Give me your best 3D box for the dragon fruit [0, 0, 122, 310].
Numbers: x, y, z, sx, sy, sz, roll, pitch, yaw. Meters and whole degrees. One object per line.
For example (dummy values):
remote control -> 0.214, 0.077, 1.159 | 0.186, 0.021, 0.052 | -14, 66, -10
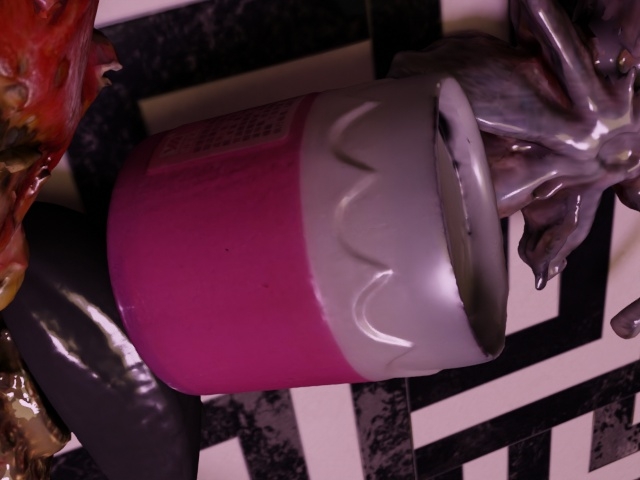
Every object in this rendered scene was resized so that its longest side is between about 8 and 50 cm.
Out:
dragon fruit -> -0.214, -0.076, 0.338 | 0.269, 0.250, 0.291 | -19, 126, -36

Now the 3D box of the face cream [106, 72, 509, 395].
face cream -> 0.000, 0.000, 0.476 | 0.195, 0.175, 0.175 | -11, 131, 21

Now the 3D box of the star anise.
star anise -> 0.186, -0.081, 0.587 | 0.316, 0.139, 0.359 | 11, 126, -11

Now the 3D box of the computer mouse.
computer mouse -> -0.127, 0.081, 0.539 | 0.086, 0.137, 0.269 | -20, 126, -3

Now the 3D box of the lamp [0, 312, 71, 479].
lamp -> -0.297, 0.133, 0.485 | 0.274, 0.177, 0.177 | -22, 127, -12
